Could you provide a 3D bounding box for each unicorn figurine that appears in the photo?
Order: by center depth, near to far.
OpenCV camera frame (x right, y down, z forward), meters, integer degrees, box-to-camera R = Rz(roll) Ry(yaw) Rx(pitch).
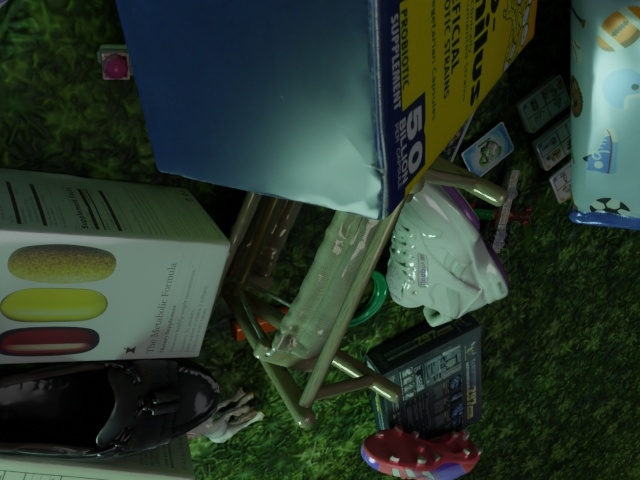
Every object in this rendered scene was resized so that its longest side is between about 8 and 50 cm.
[{"bbox_3d":[-0.141,0.233,0.863,0.111,0.060,0.162,-30,136,0],"label":"unicorn figurine"}]

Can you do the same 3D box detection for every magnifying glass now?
[{"bbox_3d":[-0.010,0.091,0.888,0.230,0.026,0.092,-15,125,-27],"label":"magnifying glass"}]

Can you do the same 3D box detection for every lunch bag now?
[{"bbox_3d":[0.448,-0.240,0.823,0.385,0.238,0.328,-47,137,-38],"label":"lunch bag"}]

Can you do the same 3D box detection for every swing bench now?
[{"bbox_3d":[0.000,0.000,0.672,0.165,0.254,0.253,3,117,-49],"label":"swing bench"}]

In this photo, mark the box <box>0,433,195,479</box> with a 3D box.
[{"bbox_3d":[-0.277,0.261,0.726,0.232,0.127,0.149,17,109,-26],"label":"box"}]

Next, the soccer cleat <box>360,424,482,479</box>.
[{"bbox_3d":[0.155,0.350,1.041,0.248,0.083,0.095,10,119,-38],"label":"soccer cleat"}]

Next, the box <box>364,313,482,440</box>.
[{"bbox_3d":[0.173,0.240,1.070,0.183,0.059,0.233,-23,129,-15],"label":"box"}]

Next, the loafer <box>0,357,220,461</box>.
[{"bbox_3d":[-0.226,0.162,0.619,0.302,0.095,0.109,5,82,-33],"label":"loafer"}]

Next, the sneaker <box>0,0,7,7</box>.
[{"bbox_3d":[-0.284,-0.186,0.486,0.236,0.104,0.095,-48,133,3],"label":"sneaker"}]

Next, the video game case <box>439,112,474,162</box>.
[{"bbox_3d":[0.129,-0.187,0.803,0.173,0.022,0.191,8,113,-35],"label":"video game case"}]

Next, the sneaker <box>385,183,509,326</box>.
[{"bbox_3d":[0.139,0.014,0.855,0.152,0.114,0.305,-33,129,8],"label":"sneaker"}]

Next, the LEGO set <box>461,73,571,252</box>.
[{"bbox_3d":[0.271,-0.096,0.950,0.244,0.060,0.182,-39,119,-8],"label":"LEGO set"}]

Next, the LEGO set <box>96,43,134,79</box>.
[{"bbox_3d":[-0.134,-0.267,0.528,0.132,0.107,0.287,-18,126,-23],"label":"LEGO set"}]

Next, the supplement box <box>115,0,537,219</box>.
[{"bbox_3d":[0.037,-0.202,0.516,0.356,0.195,0.194,-49,143,-44],"label":"supplement box"}]

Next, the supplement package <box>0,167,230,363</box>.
[{"bbox_3d":[-0.234,0.024,0.627,0.244,0.134,0.139,4,115,-34],"label":"supplement package"}]
